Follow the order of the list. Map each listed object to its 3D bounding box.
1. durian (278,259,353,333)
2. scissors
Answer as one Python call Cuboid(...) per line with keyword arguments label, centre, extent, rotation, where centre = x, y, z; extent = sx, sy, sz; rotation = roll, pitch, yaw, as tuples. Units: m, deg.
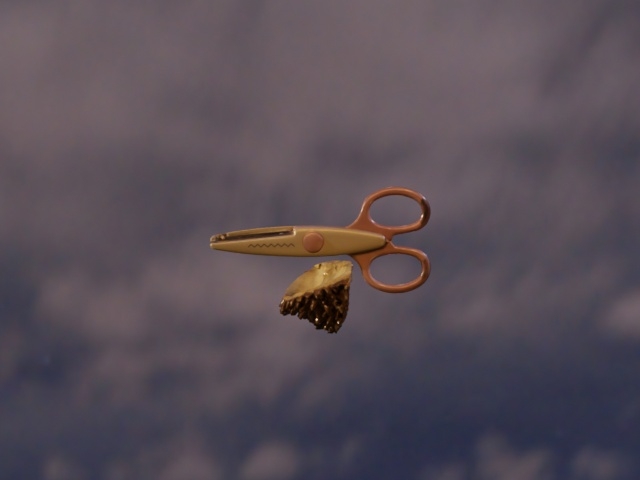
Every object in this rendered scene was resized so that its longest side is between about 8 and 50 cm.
Cuboid(label="durian", centre=(-0.005, 0.043, 1.703), extent=(0.052, 0.066, 0.130), rotation=(16, -2, -16))
Cuboid(label="scissors", centre=(0.000, 0.000, 1.558), extent=(0.176, 0.085, 0.022), rotation=(0, 6, 0))
